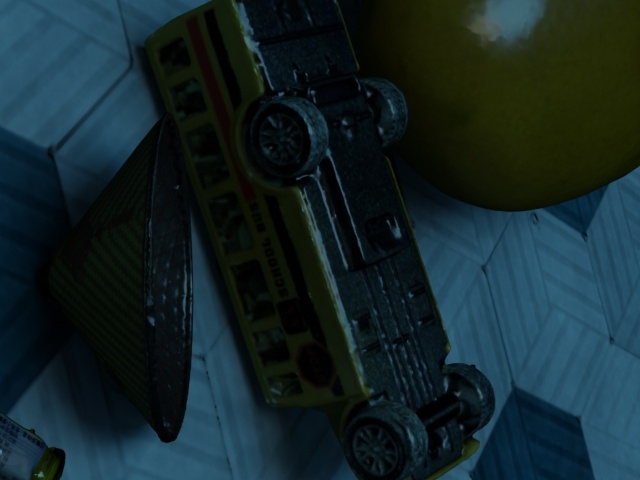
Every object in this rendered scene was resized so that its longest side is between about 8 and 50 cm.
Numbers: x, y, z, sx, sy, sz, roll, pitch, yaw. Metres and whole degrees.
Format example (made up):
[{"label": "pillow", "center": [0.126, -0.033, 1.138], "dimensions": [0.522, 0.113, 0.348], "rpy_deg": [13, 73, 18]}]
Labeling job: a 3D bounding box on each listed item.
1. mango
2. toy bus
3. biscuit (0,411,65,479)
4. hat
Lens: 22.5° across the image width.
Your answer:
[{"label": "mango", "center": [0.182, -0.182, 1.246], "dimensions": [0.446, 0.232, 0.300], "rpy_deg": [-33, 126, -49]}, {"label": "toy bus", "center": [0.000, 0.000, 1.050], "dimensions": [0.121, 0.123, 0.335], "rpy_deg": [-22, 95, -54]}, {"label": "biscuit", "center": [-0.237, 0.057, 0.815], "dimensions": [0.292, 0.026, 0.048], "rpy_deg": [43, 51, -33]}, {"label": "hat", "center": [-0.123, 0.022, 0.935], "dimensions": [0.193, 0.082, 0.193], "rpy_deg": [-1, 90, -87]}]
